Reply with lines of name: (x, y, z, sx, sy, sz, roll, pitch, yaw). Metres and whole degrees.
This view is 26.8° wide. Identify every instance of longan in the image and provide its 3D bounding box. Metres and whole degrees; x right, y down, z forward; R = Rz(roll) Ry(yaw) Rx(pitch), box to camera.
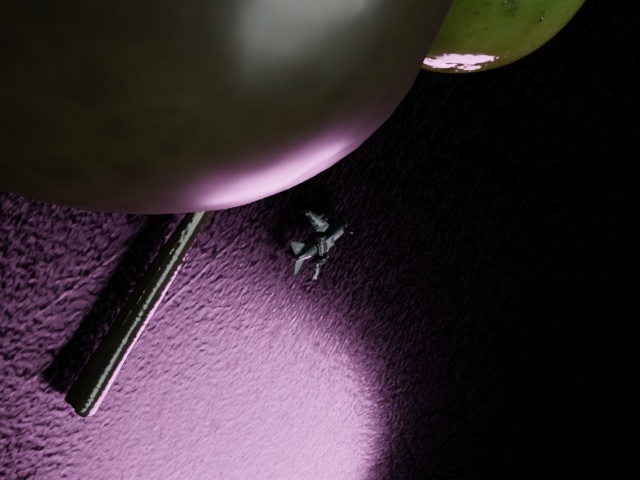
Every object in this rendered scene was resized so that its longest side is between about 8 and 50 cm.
longan: (-0.078, -0.160, 0.665, 0.319, 0.319, 0.319, -41, 150, -29)

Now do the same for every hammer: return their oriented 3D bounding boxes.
hammer: (-0.119, 0.015, 1.090, 0.297, 0.027, 0.125, -57, 155, 4)

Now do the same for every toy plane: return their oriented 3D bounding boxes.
toy plane: (0.000, 0.000, 1.273, 0.083, 0.031, 0.078, -32, 132, -36)

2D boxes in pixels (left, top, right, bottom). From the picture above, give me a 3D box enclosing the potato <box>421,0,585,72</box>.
potato: (0.131, -0.271, 0.990, 0.216, 0.216, 0.304, -2, 112, -60)
